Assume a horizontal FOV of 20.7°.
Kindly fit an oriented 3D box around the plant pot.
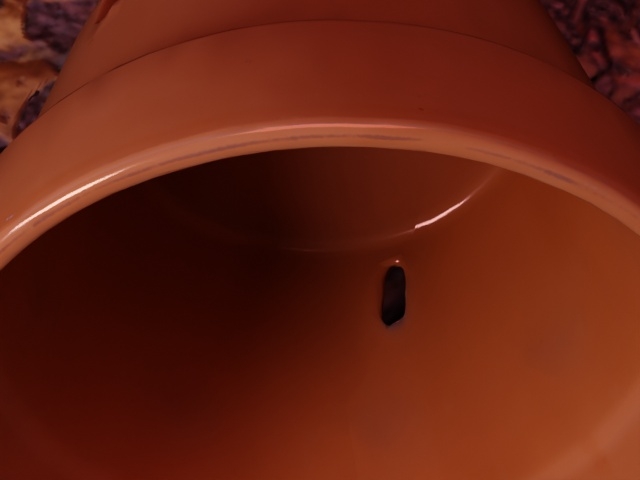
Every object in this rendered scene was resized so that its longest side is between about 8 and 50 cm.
[{"bbox_3d":[0.000,0.000,0.683,0.291,0.291,0.203,-2,44,-1],"label":"plant pot"}]
